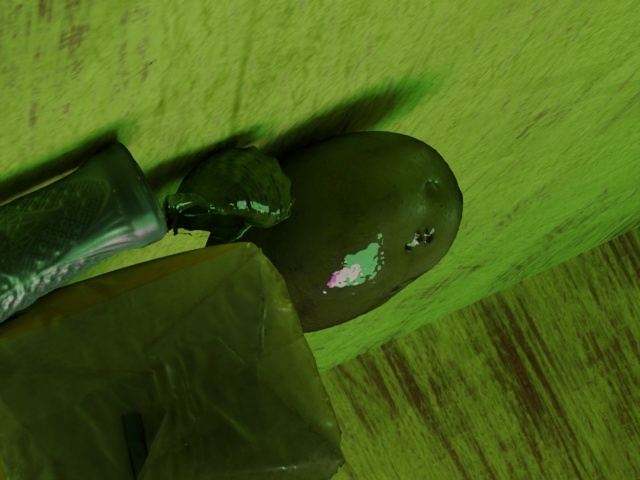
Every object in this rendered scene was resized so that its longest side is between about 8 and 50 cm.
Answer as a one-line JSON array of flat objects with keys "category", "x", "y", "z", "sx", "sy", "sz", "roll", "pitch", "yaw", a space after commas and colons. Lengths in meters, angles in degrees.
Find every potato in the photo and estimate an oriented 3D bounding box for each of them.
[{"category": "potato", "x": 0.000, "y": 0.000, "z": 1.564, "sx": 0.251, "sy": 0.159, "sz": 0.174, "roll": -22, "pitch": 151, "yaw": 34}]

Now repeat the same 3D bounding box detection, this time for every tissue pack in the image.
[{"category": "tissue pack", "x": -0.219, "y": 0.162, "z": 1.471, "sx": 0.293, "sy": 0.228, "sz": 0.382, "roll": -22, "pitch": -177, "yaw": -39}]

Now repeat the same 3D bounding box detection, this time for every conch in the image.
[{"category": "conch", "x": -0.073, "y": -0.028, "z": 1.430, "sx": 0.121, "sy": 0.074, "sz": 0.089, "roll": -18, "pitch": 142, "yaw": -40}]

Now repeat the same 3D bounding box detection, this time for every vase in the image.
[{"category": "vase", "x": -0.214, "y": 0.013, "z": 1.251, "sx": 0.219, "sy": 0.096, "sz": 0.096, "roll": -28, "pitch": 171, "yaw": -8}]
